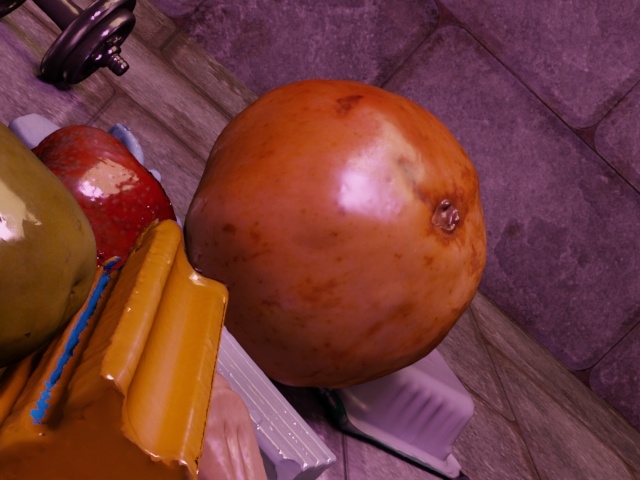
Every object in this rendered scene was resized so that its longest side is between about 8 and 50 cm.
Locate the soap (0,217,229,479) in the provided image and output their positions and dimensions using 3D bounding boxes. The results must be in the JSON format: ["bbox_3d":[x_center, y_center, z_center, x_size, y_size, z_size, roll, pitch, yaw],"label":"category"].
[{"bbox_3d":[-0.171,0.112,0.793,0.096,0.204,0.324,52,11,-14],"label":"soap"}]

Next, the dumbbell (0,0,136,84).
[{"bbox_3d":[-0.397,-0.356,1.699,0.290,0.192,0.192,44,12,-3],"label":"dumbbell"}]

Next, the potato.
[{"bbox_3d":[-0.300,-0.020,0.739,0.304,0.216,0.216,17,11,4],"label":"potato"}]

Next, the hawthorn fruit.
[{"bbox_3d":[-0.210,-0.002,1.111,0.235,0.181,0.181,31,16,-31],"label":"hawthorn fruit"}]

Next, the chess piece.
[{"bbox_3d":[-0.113,0.181,0.990,0.301,0.137,0.137,59,17,19],"label":"chess piece"}]

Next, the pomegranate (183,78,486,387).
[{"bbox_3d":[0.000,0.000,1.408,0.410,0.410,0.410,41,12,-11],"label":"pomegranate"}]

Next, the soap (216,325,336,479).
[{"bbox_3d":[-0.085,0.176,1.165,0.198,0.066,0.119,47,14,19],"label":"soap"}]

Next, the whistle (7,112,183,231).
[{"bbox_3d":[-0.262,-0.053,1.335,0.274,0.093,0.186,42,38,11],"label":"whistle"}]

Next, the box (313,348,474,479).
[{"bbox_3d":[0.099,0.192,1.623,0.336,0.106,0.264,31,17,-42],"label":"box"}]
